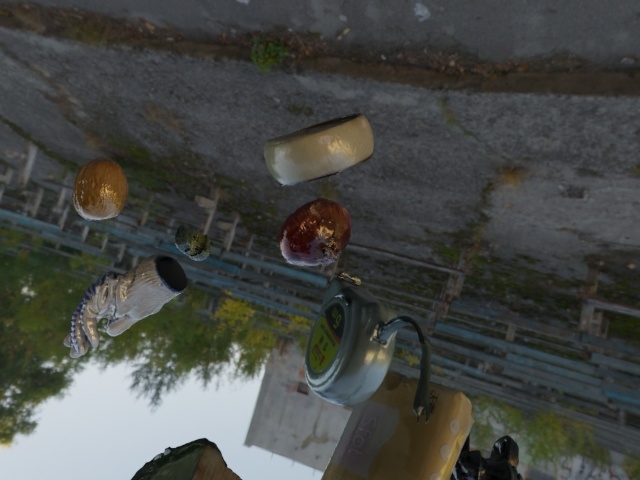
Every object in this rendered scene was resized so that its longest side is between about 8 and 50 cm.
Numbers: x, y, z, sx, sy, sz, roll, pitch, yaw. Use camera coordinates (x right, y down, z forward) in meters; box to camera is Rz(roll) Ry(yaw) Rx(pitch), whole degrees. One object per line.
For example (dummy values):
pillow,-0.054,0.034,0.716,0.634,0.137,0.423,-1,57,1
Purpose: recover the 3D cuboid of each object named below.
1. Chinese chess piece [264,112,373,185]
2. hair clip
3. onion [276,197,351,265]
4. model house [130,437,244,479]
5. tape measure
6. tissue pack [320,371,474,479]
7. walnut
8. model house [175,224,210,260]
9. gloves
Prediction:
Chinese chess piece,-0.003,-0.209,1.050,0.250,0.103,0.250,-16,-162,5
hair clip,0.303,0.534,0.917,0.195,0.310,0.206,13,169,5
onion,0.000,0.000,1.278,0.163,0.230,0.230,47,-171,29
model house,-0.262,0.606,0.939,0.298,0.243,0.284,-34,107,28
tape measure,0.060,0.146,0.517,0.084,0.164,0.330,17,-172,-18
tissue pack,0.113,0.316,0.696,0.186,0.222,0.090,1,142,48
walnut,-0.601,-0.141,1.271,0.144,0.180,0.144,9,168,2
model house,-0.346,0.006,1.244,0.066,0.078,0.083,-19,145,23
gloves,-0.314,0.102,0.725,0.097,0.229,0.119,55,-174,32
